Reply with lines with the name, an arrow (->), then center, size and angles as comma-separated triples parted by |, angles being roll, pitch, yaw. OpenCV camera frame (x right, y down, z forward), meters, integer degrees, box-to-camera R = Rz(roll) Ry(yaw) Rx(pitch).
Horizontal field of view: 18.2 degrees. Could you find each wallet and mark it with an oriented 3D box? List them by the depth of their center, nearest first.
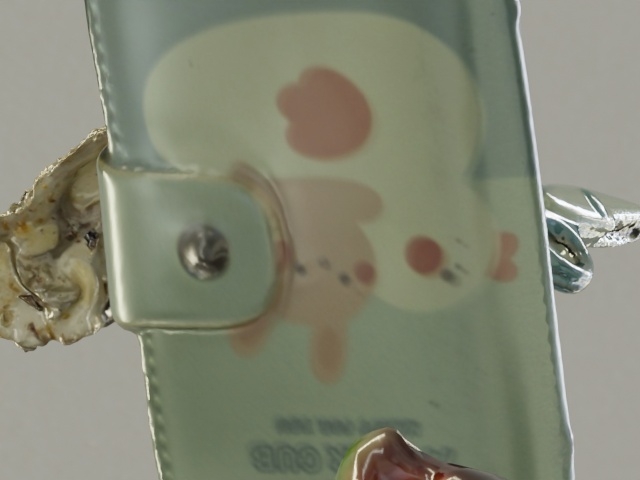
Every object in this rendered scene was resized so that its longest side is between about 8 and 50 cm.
wallet -> 0.000, 0.000, 1.028 | 0.083, 0.252, 0.360 | -31, -64, -61

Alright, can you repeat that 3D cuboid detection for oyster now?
oyster -> -0.140, -0.030, 1.525 | 0.129, 0.345, 0.078 | 51, -158, -8

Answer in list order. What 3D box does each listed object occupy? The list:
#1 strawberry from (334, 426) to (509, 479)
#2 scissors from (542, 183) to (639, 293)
strawberry -> 0.045, 0.196, 0.332 | 0.137, 0.306, 0.233 | -19, -44, 0
scissors -> 0.187, -0.017, 1.478 | 0.041, 0.138, 0.289 | -46, -21, 21
